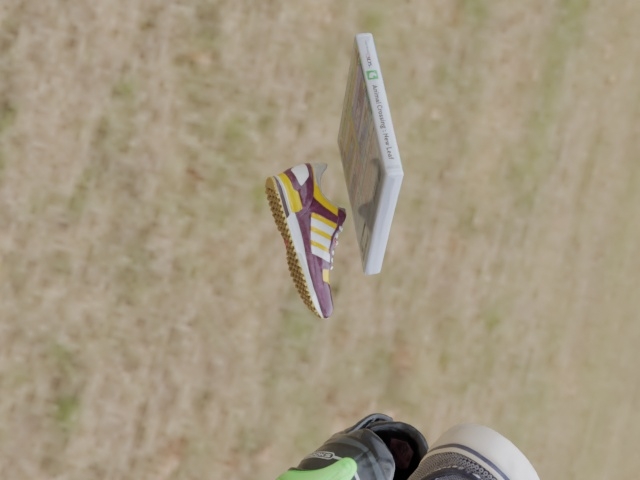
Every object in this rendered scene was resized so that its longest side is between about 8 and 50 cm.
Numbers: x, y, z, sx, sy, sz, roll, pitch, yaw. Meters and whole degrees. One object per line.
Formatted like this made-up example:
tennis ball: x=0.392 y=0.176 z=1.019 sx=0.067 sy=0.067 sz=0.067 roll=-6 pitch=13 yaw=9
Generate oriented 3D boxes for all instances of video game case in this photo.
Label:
video game case: x=0.055 y=-0.096 z=1.830 sx=0.212 sy=0.023 sz=0.193 roll=99 pitch=-17 yaw=-58

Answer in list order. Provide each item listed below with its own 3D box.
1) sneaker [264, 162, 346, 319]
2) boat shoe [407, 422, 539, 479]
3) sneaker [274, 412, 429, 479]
sneaker: x=0.000 y=0.000 z=1.895 sx=0.069 sy=0.084 sz=0.186 roll=-151 pitch=-137 yaw=-70
boat shoe: x=0.098 y=0.305 z=1.533 sx=0.158 sy=0.127 sz=0.340 roll=-44 pitch=165 yaw=-29
sneaker: x=0.087 y=0.357 z=2.266 sx=0.202 sy=0.185 sz=0.483 roll=-42 pitch=166 yaw=3
